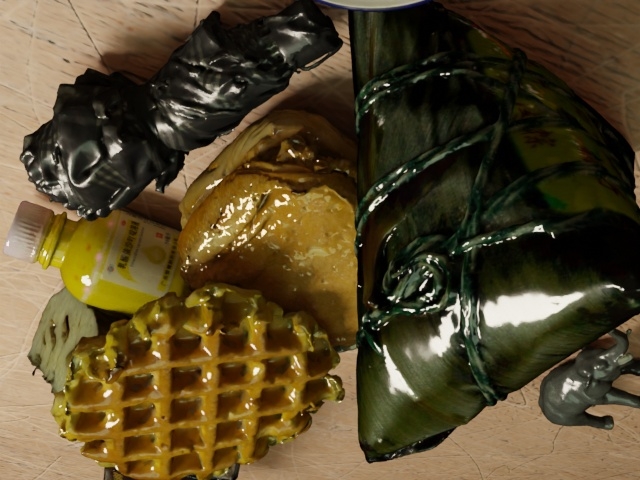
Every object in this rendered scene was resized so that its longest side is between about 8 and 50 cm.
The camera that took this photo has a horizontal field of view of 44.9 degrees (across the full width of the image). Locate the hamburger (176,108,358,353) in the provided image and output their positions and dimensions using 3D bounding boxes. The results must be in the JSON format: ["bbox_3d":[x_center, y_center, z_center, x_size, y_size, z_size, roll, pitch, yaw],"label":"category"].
[{"bbox_3d":[0.000,0.000,0.853,0.318,0.158,0.319,4,142,3],"label":"hamburger"}]

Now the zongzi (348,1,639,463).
[{"bbox_3d":[0.187,-0.028,0.683,0.362,0.384,0.319,12,148,-29],"label":"zongzi"}]

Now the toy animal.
[{"bbox_3d":[0.413,0.203,1.128,0.137,0.082,0.270,10,142,-8],"label":"toy animal"}]

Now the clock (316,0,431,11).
[{"bbox_3d":[0.039,-0.282,0.556,0.230,0.083,0.230,3,140,3],"label":"clock"}]

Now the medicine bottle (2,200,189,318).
[{"bbox_3d":[-0.265,0.018,0.936,0.212,0.122,0.122,20,139,-19],"label":"medicine bottle"}]

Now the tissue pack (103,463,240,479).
[{"bbox_3d":[-0.252,0.362,1.311,0.209,0.198,0.370,14,142,-7],"label":"tissue pack"}]

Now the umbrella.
[{"bbox_3d":[-0.146,-0.139,0.734,0.336,0.128,0.154,-34,144,31],"label":"umbrella"}]

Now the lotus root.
[{"bbox_3d":[-0.226,0.162,1.052,0.260,0.150,0.267,19,179,-33],"label":"lotus root"}]

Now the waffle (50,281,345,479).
[{"bbox_3d":[-0.136,0.172,0.853,0.325,0.068,0.302,-38,133,15],"label":"waffle"}]
